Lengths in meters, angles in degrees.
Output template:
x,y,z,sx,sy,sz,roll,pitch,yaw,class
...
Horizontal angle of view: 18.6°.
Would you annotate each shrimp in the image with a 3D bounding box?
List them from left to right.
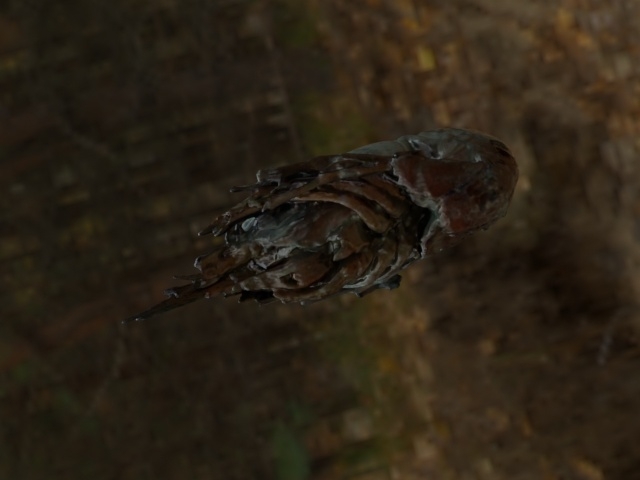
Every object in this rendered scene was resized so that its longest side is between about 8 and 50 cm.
x,y,z,sx,sy,sz,roll,pitch,yaw,class
0.000,0.000,1.061,0.079,0.233,0.090,-122,10,-53,shrimp
